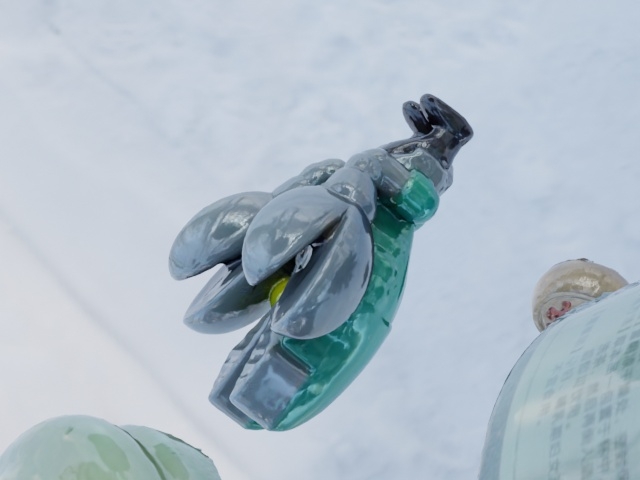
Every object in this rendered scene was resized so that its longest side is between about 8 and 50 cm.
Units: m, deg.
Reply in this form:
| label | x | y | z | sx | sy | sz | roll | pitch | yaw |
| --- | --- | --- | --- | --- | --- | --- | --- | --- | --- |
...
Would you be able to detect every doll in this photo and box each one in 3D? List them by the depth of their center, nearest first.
| label | x | y | z | sx | sy | sz | roll | pitch | yaw |
| --- | --- | --- | --- | --- | --- | --- | --- | --- | --- |
| doll | -0.009 | 0.008 | 1.261 | 0.153 | 0.258 | 0.195 | 37 | 138 | -10 |

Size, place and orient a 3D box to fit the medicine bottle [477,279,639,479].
| label | x | y | z | sx | sy | sz | roll | pitch | yaw |
| --- | --- | --- | --- | --- | --- | --- | --- | --- | --- |
| medicine bottle | 0.231 | 0.083 | 0.574 | 0.290 | 0.245 | 0.245 | -31 | 83 | 40 |

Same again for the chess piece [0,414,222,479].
| label | x | y | z | sx | sy | sz | roll | pitch | yaw |
| --- | --- | --- | --- | --- | --- | --- | --- | --- | --- |
| chess piece | -0.181 | 0.137 | 0.586 | 0.175 | 0.298 | 0.176 | -19 | 67 | 56 |

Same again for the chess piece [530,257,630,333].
| label | x | y | z | sx | sy | sz | roll | pitch | yaw |
| --- | --- | --- | --- | --- | --- | --- | --- | --- | --- |
| chess piece | 0.203 | 0.052 | 1.382 | 0.083 | 0.038 | 0.084 | 17 | 140 | 15 |
